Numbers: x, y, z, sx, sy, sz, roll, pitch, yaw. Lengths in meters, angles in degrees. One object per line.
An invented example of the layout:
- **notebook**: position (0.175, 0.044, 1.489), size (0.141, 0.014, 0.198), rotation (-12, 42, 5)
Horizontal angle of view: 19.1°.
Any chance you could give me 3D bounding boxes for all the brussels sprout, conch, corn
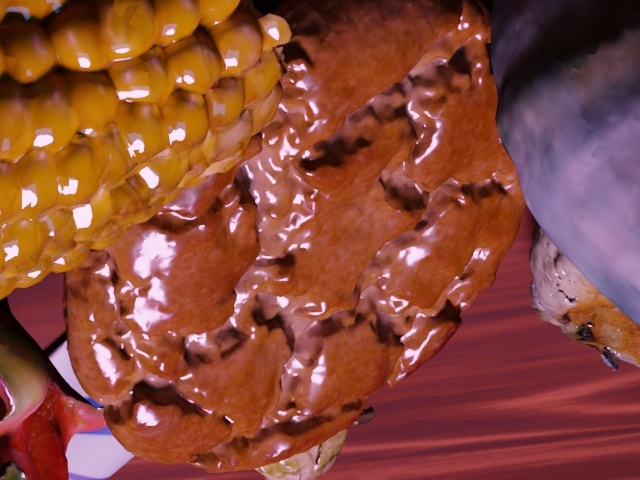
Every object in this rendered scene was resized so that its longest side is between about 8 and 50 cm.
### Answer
- **brussels sprout**: position (-0.011, 0.098, 0.995), size (0.085, 0.058, 0.085), rotation (-27, 165, -7)
- **conch**: position (0.155, -0.053, 0.611), size (0.220, 0.195, 0.277), rotation (-12, -166, -24)
- **corn**: position (-0.197, -0.004, 0.538), size (0.387, 0.144, 0.144), rotation (-29, 158, -16)

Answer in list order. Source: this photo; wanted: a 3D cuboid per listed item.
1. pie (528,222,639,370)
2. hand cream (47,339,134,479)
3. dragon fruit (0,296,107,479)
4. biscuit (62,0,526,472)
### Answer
- **pie**: position (0.237, -0.011, 0.896), size (0.303, 0.067, 0.302), rotation (-11, 155, -5)
- **hand cream**: position (-0.175, 0.131, 0.994), size (0.109, 0.067, 0.321), rotation (15, 133, -44)
- **dragon fruit**: position (-0.140, 0.088, 0.744), size (0.137, 0.236, 0.135), rotation (-52, 180, 8)
- **biscuit**: position (0.000, 0.000, 0.718), size (0.226, 0.042, 0.226), rotation (-28, 141, -25)
